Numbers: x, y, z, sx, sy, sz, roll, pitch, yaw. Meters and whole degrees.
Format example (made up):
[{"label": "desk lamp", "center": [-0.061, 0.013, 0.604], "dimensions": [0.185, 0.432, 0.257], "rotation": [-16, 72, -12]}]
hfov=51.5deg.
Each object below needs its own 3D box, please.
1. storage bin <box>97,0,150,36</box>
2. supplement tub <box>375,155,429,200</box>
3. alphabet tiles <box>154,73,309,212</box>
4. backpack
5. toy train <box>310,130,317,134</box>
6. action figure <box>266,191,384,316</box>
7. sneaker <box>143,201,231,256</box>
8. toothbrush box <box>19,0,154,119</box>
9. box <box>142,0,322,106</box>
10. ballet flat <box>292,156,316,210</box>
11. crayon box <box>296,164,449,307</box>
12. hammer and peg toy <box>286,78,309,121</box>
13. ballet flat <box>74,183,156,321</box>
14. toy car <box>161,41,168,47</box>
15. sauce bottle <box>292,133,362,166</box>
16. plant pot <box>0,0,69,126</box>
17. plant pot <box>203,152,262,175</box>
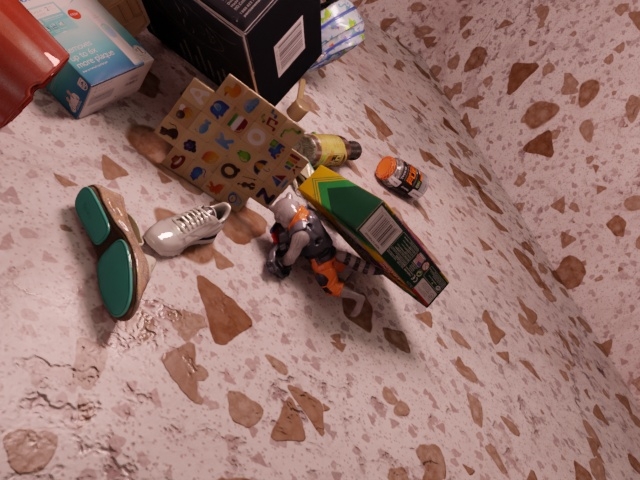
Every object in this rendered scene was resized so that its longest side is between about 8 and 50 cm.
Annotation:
[{"label": "storage bin", "center": [-0.597, -0.684, 1.746], "dimensions": [0.262, 0.123, 0.260], "rotation": [48, -8, 5]}, {"label": "supplement tub", "center": [0.307, -0.238, 2.498], "dimensions": [0.190, 0.117, 0.117], "rotation": [25, 35, -33]}, {"label": "alphabet tiles", "center": [-0.213, -0.228, 1.616], "dimensions": [0.342, 0.285, 0.011], "rotation": [34, 23, -21]}, {"label": "backpack", "center": [-0.003, -0.779, 2.535], "dimensions": [0.273, 0.355, 0.290], "rotation": [47, 28, -1]}, {"label": "toy train", "center": [-0.010, -0.350, 2.326], "dimensions": [0.023, 0.017, 0.083], "rotation": [-12, 61, -46]}, {"label": "action figure", "center": [0.000, 0.000, 1.730], "dimensions": [0.330, 0.178, 0.341], "rotation": [46, 29, -20]}, {"label": "sneaker", "center": [-0.292, -0.035, 1.462], "dimensions": [0.090, 0.095, 0.235], "rotation": [51, 30, 6]}, {"label": "toothbrush box", "center": [-0.578, -0.459, 1.551], "dimensions": [0.295, 0.126, 0.216], "rotation": [45, 43, 0]}, {"label": "box", "center": [-0.262, -0.649, 1.768], "dimensions": [0.471, 0.297, 0.480], "rotation": [38, -10, 9]}, {"label": "ballet flat", "center": [-0.022, -0.145, 1.994], "dimensions": [0.248, 0.086, 0.086], "rotation": [53, 29, 16]}, {"label": "crayon box", "center": [0.140, -0.013, 1.773], "dimensions": [0.363, 0.106, 0.313], "rotation": [46, -6, -37]}, {"label": "hammer and peg toy", "center": [-0.198, -0.528, 2.192], "dimensions": [0.361, 0.127, 0.266], "rotation": [40, 27, -12]}, {"label": "ballet flat", "center": [-0.377, 0.018, 1.274], "dimensions": [0.106, 0.107, 0.316], "rotation": [18, 40, -53]}, {"label": "toy car", "center": [-0.521, -0.715, 2.075], "dimensions": [0.225, 0.053, 0.239], "rotation": [30, 32, -27]}, {"label": "sauce bottle", "center": [0.032, -0.302, 2.219], "dimensions": [0.111, 0.111, 0.344], "rotation": [54, 31, 15]}, {"label": "plant pot", "center": [-0.654, -0.378, 1.274], "dimensions": [0.265, 0.272, 0.272], "rotation": [44, 27, -22]}, {"label": "plant pot", "center": [-0.237, -0.239, 1.715], "dimensions": [0.188, 0.205, 0.205], "rotation": [8, 44, -27]}]
